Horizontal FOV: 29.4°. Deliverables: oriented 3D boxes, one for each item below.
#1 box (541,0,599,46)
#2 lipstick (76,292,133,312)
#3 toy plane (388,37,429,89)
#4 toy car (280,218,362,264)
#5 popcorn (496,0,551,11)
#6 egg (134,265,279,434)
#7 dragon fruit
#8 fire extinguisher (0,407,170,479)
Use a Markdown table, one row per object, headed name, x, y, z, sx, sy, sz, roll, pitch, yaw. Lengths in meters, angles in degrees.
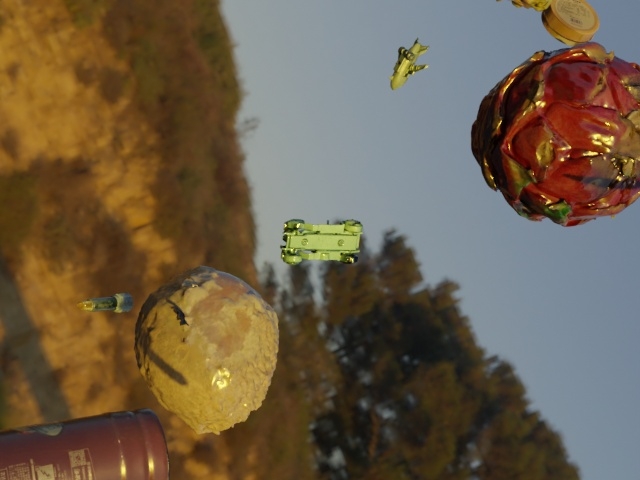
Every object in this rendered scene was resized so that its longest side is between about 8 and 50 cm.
| name | x | y | z | sx | sy | sz | roll | pitch | yaw |
| --- | --- | --- | --- | --- | --- | --- | --- | --- | --- |
| box | 0.454 | -0.402 | 2.219 | 0.105 | 0.105 | 0.037 | 64 | -34 | 23 |
| lipstick | -0.398 | 0.117 | 2.248 | 0.116 | 0.037 | 0.037 | -2 | 63 | -53 |
| toy plane | 0.125 | -0.257 | 1.782 | 0.033 | 0.083 | 0.080 | 29 | 10 | -37 |
| toy car | 0.000 | 0.000 | 1.935 | 0.054 | 0.143 | 0.073 | 28 | -65 | 57 |
| popcorn | 0.321 | -0.406 | 1.919 | 0.109 | 0.097 | 0.089 | -48 | 138 | -86 |
| egg | -0.202 | 0.187 | 2.165 | 0.279 | 0.279 | 0.310 | 79 | 5 | -48 |
| dragon fruit | 0.414 | -0.175 | 2.057 | 0.329 | 0.329 | 0.329 | 158 | -90 | -80 |
| fire extinguisher | -0.329 | 0.229 | 1.237 | 0.102 | 0.344 | 0.138 | 51 | -43 | 48 |
